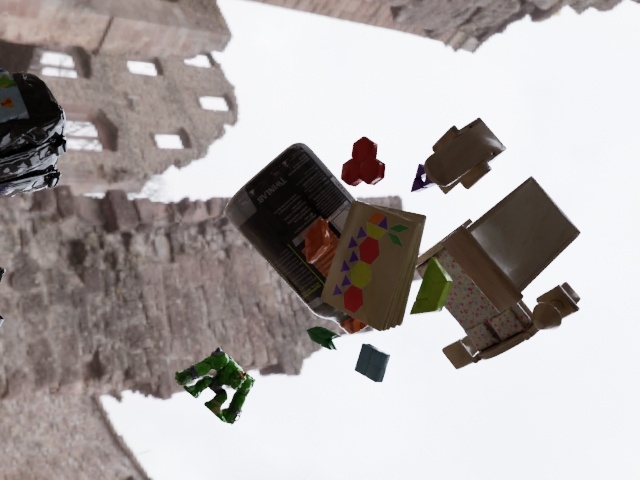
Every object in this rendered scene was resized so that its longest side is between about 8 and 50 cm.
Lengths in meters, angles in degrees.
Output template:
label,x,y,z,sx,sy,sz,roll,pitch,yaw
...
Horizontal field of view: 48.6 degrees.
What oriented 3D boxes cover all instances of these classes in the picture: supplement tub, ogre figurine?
label,x,y,z,sx,sy,sz,roll,pitch,yaw
supplement tub,0.000,0.000,1.330,0.338,0.207,0.207,49,-45,-3
ogre figurine,-0.222,0.314,1.559,0.118,0.197,0.097,-49,-164,-12

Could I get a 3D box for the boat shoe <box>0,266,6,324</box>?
label,x,y,z,sx,sy,sz,roll,pitch,yaw
boat shoe,-0.595,0.154,1.236,0.084,0.079,0.233,31,-66,57

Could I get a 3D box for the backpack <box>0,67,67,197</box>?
label,x,y,z,sx,sy,sz,roll,pitch,yaw
backpack,-0.660,-0.169,1.217,0.273,0.355,0.290,53,-32,6

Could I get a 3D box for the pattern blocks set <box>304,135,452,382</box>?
label,x,y,z,sx,sy,sz,roll,pitch,yaw
pattern blocks set,0.080,0.031,1.067,0.285,0.026,0.325,36,-73,42

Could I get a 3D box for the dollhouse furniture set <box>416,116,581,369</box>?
label,x,y,z,sx,sy,sz,roll,pitch,yaw
dollhouse furniture set,0.179,0.053,1.045,0.303,0.174,0.355,52,-36,6
